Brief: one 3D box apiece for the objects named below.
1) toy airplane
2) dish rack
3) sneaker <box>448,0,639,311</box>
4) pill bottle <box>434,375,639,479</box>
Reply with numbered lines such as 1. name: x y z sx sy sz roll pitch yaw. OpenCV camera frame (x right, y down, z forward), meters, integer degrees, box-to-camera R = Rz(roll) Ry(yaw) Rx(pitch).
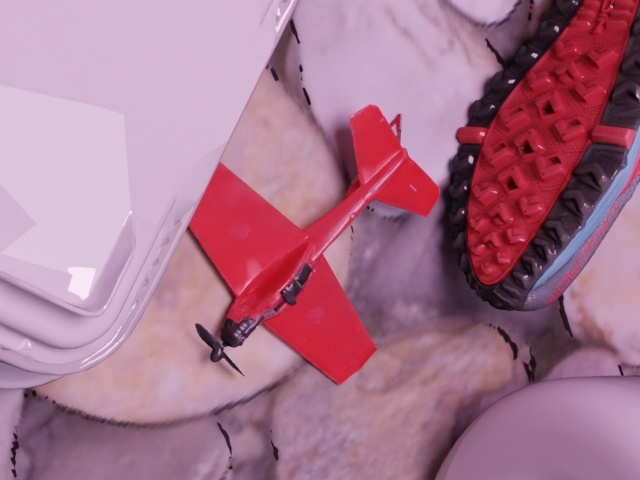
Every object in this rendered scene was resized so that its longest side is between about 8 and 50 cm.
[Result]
1. toy airplane: 0.000 0.000 0.817 0.151 0.028 0.151 -10 107 -34
2. dish rack: -0.147 -0.110 0.649 0.333 0.072 0.285 29 83 -36
3. sneaker: 0.165 -0.069 0.870 0.125 0.104 0.262 36 80 -36
4. pill bottle: 0.267 0.183 0.917 0.407 0.229 0.229 3 98 -35
